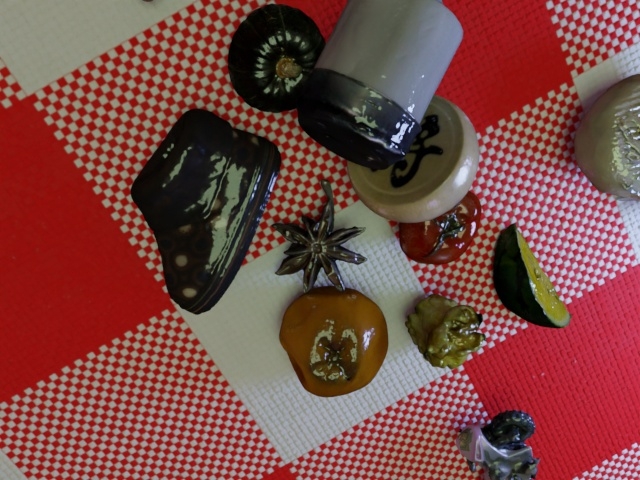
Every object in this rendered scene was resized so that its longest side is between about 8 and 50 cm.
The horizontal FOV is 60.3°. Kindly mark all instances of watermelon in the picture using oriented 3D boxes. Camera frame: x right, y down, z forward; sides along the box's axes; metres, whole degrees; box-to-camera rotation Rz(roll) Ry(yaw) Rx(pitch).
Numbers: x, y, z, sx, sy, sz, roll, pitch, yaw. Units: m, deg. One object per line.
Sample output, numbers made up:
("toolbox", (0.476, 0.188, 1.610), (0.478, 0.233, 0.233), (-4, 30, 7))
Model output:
("watermelon", (0.493, 0.110, 1.282), (0.129, 0.123, 0.301), (-46, 111, -18))

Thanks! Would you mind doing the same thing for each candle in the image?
("candle", (0.113, -0.312, 0.961), (0.221, 0.221, 0.342), (27, 90, -16))

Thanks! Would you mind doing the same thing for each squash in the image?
("squash", (-0.081, -0.335, 1.026), (0.193, 0.155, 0.193), (3, 131, 3))

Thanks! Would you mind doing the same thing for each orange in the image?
("orange", (0.036, 0.220, 1.185), (0.249, 0.183, 0.248), (-2, 107, -7))

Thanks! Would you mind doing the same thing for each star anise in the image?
("star anise", (0.000, -0.001, 1.165), (0.209, 0.089, 0.231), (32, 93, -1))

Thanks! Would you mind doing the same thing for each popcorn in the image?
("popcorn", (0.274, 0.212, 1.216), (0.174, 0.195, 0.168), (-8, 99, -12))

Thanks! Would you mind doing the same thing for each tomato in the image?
("tomato", (0.248, -0.037, 1.164), (0.187, 0.151, 0.186), (-1, 96, -11))

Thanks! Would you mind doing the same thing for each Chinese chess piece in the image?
("Chinese chess piece", (0.177, -0.160, 1.070), (0.257, 0.257, 0.104), (-51, 146, 7))

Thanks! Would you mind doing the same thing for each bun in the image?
("bun", (0.667, -0.215, 1.181), (0.273, 0.168, 0.272), (-1, 93, -13))

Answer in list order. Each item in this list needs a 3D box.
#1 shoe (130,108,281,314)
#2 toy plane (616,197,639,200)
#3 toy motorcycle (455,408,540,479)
("shoe", (-0.249, -0.054, 1.064), (0.237, 0.171, 0.383), (21, 100, -21))
("toy plane", (0.818, -0.095, 1.283), (0.234, 0.082, 0.159), (4, 78, -11))
("toy motorcycle", (0.438, 0.546, 1.378), (0.188, 0.143, 0.326), (-11, 122, 3))
